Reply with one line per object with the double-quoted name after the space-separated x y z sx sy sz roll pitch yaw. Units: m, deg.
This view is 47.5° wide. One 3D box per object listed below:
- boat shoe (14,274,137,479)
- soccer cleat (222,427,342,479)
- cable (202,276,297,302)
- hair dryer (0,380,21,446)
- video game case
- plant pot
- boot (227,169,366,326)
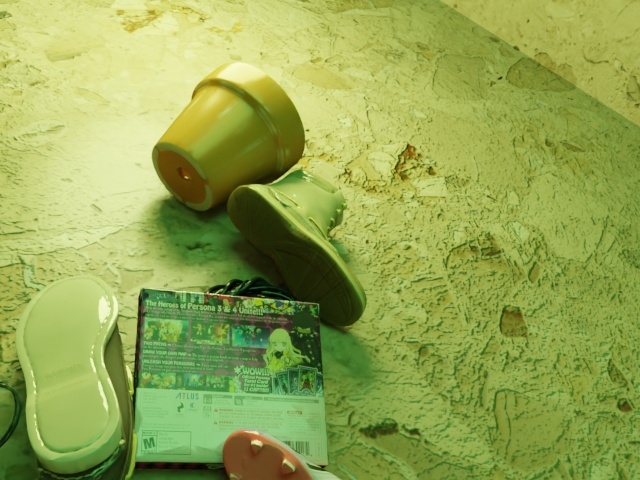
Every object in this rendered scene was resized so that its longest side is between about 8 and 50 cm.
-0.267 0.154 0.813 0.116 0.097 0.324 -16 34 -14 "boat shoe"
0.001 0.288 0.808 0.248 0.083 0.095 32 9 6 "soccer cleat"
-0.100 0.106 0.999 0.184 0.047 0.151 -2 44 -27 "cable"
-0.383 0.256 0.626 0.293 0.080 0.224 -8 65 -49 "hair dryer"
-0.108 0.167 0.879 0.232 0.042 0.210 6 60 -19 "video game case"
-0.160 -0.152 1.172 0.205 0.205 0.188 34 54 15 "plant pot"
0.000 0.000 1.131 0.262 0.095 0.203 44 28 9 "boot"
